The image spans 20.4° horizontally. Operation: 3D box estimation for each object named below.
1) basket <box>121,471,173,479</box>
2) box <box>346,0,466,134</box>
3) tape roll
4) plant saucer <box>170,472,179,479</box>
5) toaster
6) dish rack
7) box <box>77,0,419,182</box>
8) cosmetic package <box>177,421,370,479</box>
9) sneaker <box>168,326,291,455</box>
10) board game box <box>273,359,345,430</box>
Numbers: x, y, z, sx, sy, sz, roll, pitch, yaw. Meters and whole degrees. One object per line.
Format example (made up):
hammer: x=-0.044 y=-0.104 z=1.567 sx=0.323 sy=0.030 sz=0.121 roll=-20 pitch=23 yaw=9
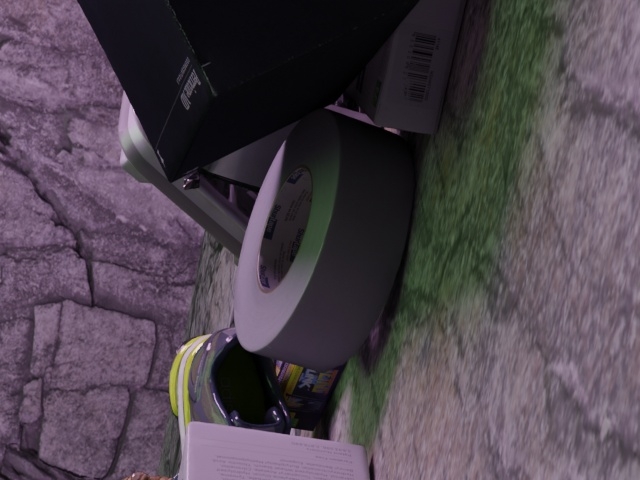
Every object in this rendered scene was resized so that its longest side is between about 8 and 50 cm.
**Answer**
basket: x=-0.176 y=0.421 z=1.865 sx=0.223 sy=0.213 sz=0.299 roll=116 pitch=163 yaw=-59
box: x=0.074 y=-0.230 z=1.536 sx=0.322 sy=0.058 sz=0.232 roll=-118 pitch=39 yaw=-75
tape roll: x=0.000 y=0.000 z=1.529 sx=0.219 sy=0.072 sz=0.219 roll=-163 pitch=90 yaw=-71
plant saucer: x=-0.087 y=0.263 z=1.534 sx=0.037 sy=0.195 sz=0.195 roll=27 pitch=108 yaw=54
toaster: x=-0.035 y=-0.118 z=1.725 sx=0.186 sy=0.168 sz=0.110 roll=-90 pitch=17 yaw=-55
dish rack: x=-0.106 y=-0.109 z=1.868 sx=0.072 sy=0.285 sz=0.333 roll=-35 pitch=30 yaw=26
box: x=-0.100 y=-0.247 z=1.432 sx=0.313 sy=0.179 sz=0.343 roll=63 pitch=167 yaw=3
cosmetic package: x=-0.045 y=0.260 z=1.381 sx=0.184 sy=0.151 sz=0.151 roll=-95 pitch=17 yaw=-62
sneaker: x=-0.075 y=0.217 z=1.656 sx=0.121 sy=0.111 sz=0.300 roll=133 pitch=127 yaw=-61
board game box: x=-0.006 y=0.082 z=1.710 sx=0.170 sy=0.048 sz=0.141 roll=113 pitch=163 yaw=-54
